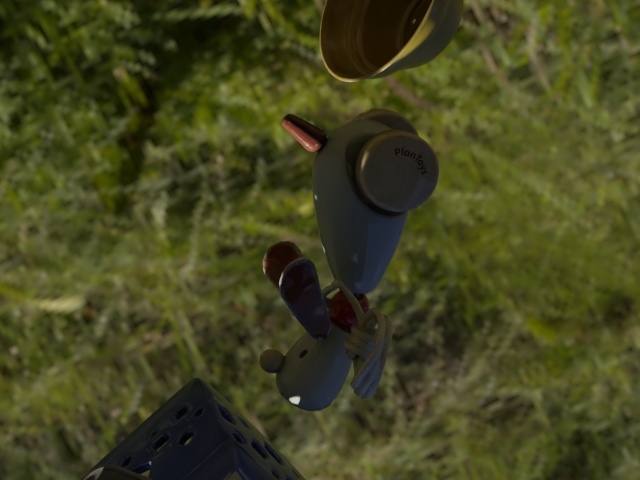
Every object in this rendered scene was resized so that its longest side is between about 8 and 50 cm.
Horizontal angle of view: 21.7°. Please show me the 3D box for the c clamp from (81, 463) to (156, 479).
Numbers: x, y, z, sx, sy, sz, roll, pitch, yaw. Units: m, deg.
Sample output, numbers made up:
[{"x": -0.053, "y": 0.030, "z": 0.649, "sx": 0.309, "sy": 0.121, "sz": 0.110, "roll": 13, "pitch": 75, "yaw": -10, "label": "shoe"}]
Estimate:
[{"x": -0.177, "y": 0.284, "z": 1.547, "sx": 0.161, "sy": 0.137, "sz": 0.022, "roll": 22, "pitch": 180, "yaw": 31, "label": "c clamp"}]

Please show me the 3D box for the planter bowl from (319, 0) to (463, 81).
[{"x": 0.102, "y": -0.269, "z": 1.948, "sx": 0.217, "sy": 0.090, "sz": 0.217, "roll": -32, "pitch": -134, "yaw": 41, "label": "planter bowl"}]

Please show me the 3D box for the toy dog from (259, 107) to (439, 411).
[{"x": 0.000, "y": 0.000, "z": 1.736, "sx": 0.220, "sy": 0.161, "sz": 0.333, "roll": 148, "pitch": -40, "yaw": -73, "label": "toy dog"}]

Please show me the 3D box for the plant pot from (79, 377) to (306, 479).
[{"x": -0.117, "y": 0.319, "z": 1.744, "sx": 0.236, "sy": 0.236, "sz": 0.212, "roll": -43, "pitch": -161, "yaw": -4, "label": "plant pot"}]
